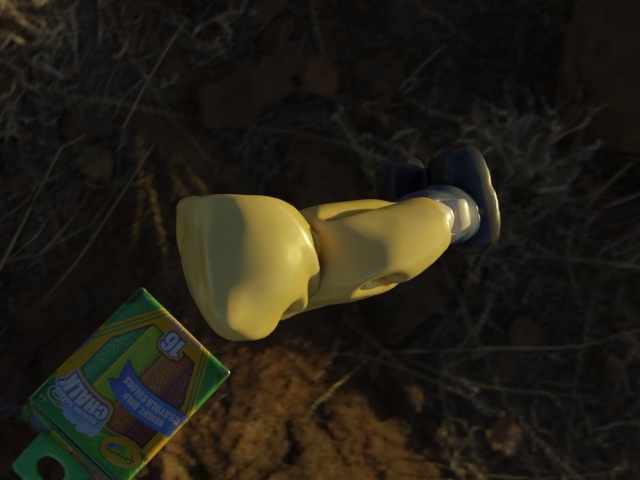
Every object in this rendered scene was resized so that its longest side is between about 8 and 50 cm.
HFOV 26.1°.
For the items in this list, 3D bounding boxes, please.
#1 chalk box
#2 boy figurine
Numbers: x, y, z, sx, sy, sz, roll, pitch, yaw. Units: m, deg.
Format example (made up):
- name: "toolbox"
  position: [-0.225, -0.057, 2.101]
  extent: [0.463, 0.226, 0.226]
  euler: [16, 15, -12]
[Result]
- name: "chalk box"
  position: [-0.220, 0.175, 1.422]
  extent: [0.132, 0.132, 0.213]
  euler: [43, 69, -2]
- name: "boy figurine"
  position: [0.000, 0.000, 0.887]
  extent: [0.285, 0.177, 0.092]
  euler: [-14, 93, -53]
